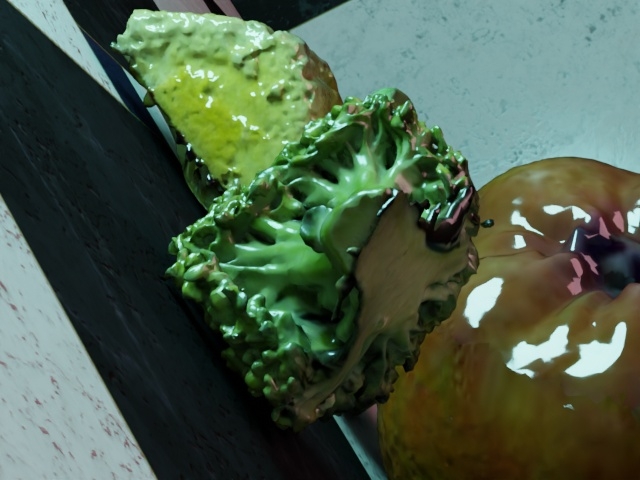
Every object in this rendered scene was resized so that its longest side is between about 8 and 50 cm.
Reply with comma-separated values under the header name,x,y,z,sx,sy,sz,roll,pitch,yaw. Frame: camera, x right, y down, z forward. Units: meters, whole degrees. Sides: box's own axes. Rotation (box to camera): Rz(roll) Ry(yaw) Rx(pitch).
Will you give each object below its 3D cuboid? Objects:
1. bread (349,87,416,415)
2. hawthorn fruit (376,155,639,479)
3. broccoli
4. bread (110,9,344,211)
name,x,y,z,sx,sy,sz,roll,pitch,yaw
bread,0.045,0.012,1.798,0.301,0.045,0.301,7,90,-73
hawthorn fruit,0.260,0.162,1.762,0.472,0.472,0.472,55,5,-7
broccoli,-0.008,-0.003,1.384,0.180,0.242,0.273,34,-10,22
bread,-0.057,-0.109,1.786,0.262,0.162,0.204,56,5,9
